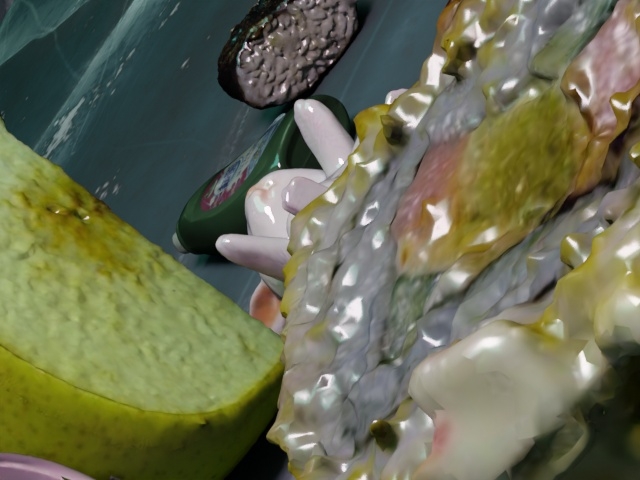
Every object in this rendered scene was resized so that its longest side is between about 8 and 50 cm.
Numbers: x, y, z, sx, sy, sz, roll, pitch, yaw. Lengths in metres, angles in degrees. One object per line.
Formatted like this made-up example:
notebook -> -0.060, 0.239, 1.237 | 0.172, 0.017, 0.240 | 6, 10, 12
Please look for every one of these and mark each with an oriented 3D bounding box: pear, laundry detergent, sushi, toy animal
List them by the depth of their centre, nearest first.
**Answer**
sushi -> 0.158, 0.015, 0.867 | 0.396, 0.240, 0.351 | -46, 22, 35
toy animal -> -0.006, -0.010, 1.416 | 0.140, 0.138, 0.282 | -53, 20, -24
pear -> -0.237, 0.117, 1.442 | 0.318, 0.342, 0.238 | -56, -6, 39
laundry detergent -> -0.061, -0.045, 1.714 | 0.211, 0.063, 0.137 | -34, 24, 47
sushi -> -0.030, -0.189, 1.836 | 0.150, 0.090, 0.078 | -53, 24, -2

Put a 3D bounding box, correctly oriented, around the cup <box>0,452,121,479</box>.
cup -> -0.216, 0.313, 1.242 | 0.274, 0.253, 0.253 | -53, 19, 24
